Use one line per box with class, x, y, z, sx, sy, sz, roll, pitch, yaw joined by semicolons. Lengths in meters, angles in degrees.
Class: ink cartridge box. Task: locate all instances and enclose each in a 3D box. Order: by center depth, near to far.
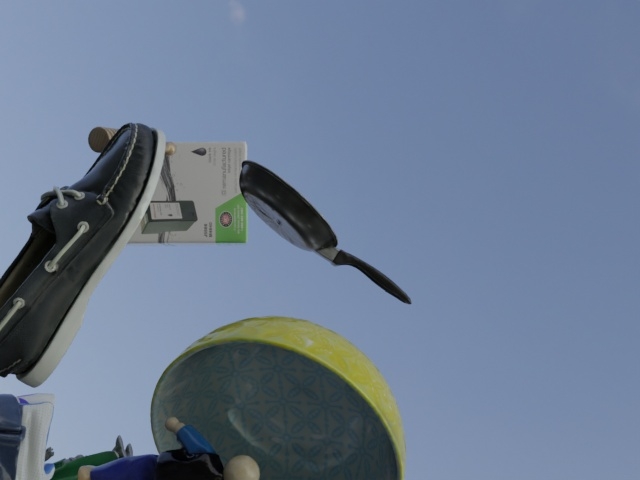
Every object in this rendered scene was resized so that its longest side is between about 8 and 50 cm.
ink cartridge box;-0.278;-0.089;1.714;0.272;0.199;0.115;-1;-2;-5

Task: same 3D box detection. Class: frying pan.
frying pan;-0.014;-0.004;1.391;0.326;0.053;0.197;47;-13;-21

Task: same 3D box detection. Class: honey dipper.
honey dipper;-0.219;-0.116;1.055;0.030;0.160;0.031;1;-87;21

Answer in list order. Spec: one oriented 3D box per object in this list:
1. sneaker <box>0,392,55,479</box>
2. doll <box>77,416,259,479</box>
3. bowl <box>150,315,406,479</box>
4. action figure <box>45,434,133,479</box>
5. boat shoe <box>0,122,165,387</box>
sneaker;-0.462;0.209;1.107;0.130;0.236;0.323;-18;-86;48
doll;-0.154;0.244;0.896;0.188;0.129;0.046;-9;-30;11
bowl;-0.029;0.189;0.997;0.289;0.156;0.290;9;-59;15
action figure;-0.407;0.361;1.354;0.137;0.232;0.064;76;-4;-60
boat shoe;-0.261;-0.001;0.906;0.091;0.303;0.114;32;-17;-30
